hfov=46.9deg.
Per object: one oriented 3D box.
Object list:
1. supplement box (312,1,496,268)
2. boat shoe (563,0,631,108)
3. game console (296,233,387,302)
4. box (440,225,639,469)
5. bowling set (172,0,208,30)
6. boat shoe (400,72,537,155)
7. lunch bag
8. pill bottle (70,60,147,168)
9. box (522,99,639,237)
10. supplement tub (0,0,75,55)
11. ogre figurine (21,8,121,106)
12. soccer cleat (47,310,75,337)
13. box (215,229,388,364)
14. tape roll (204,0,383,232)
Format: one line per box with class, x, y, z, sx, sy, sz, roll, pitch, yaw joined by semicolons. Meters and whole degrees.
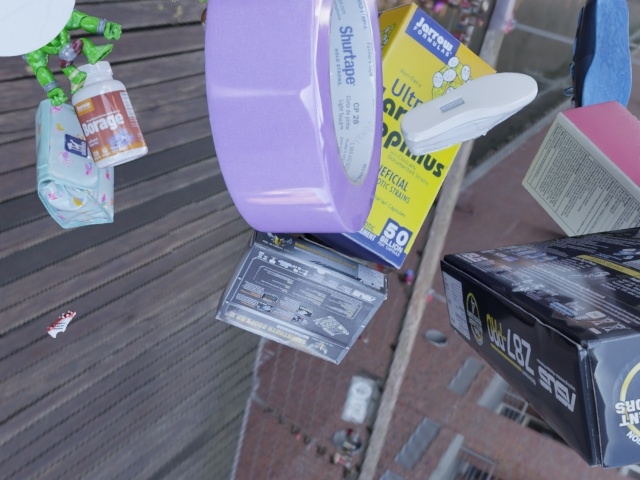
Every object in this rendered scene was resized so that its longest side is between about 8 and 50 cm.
supplement box;0.088;-0.164;1.187;0.194;0.195;0.357;30;82;-27
boat shoe;0.491;-0.305;1.297;0.089;0.109;0.258;169;-66;-77
game console;0.000;0.000;1.602;0.213;0.361;0.044;23;116;-42
box;0.303;0.054;0.641;0.395;0.318;0.097;-125;-156;-83
bowling set;-0.215;-0.456;1.239;0.287;0.154;0.200;140;-45;-71
boat shoe;0.198;-0.162;0.976;0.184;0.066;0.063;-25;143;-1
lunch bag;-0.587;-0.180;1.736;0.262;0.160;0.224;79;4;-67
pill bottle;-0.472;-0.276;1.623;0.121;0.121;0.216;-29;102;-57
box;0.433;-0.072;1.077;0.126;0.232;0.149;-15;144;-26
supplement tub;-0.494;-0.415;1.071;0.228;0.316;0.228;-19;131;-24
ogre figurine;-0.489;-0.371;1.431;0.197;0.118;0.097;-44;-170;23
soccer cleat;-0.650;0.210;1.861;0.083;0.029;0.036;-43;123;-35
box;-0.032;0.092;1.202;0.056;0.231;0.183;-82;-162;-52
tape roll;-0.010;-0.144;0.674;0.275;0.090;0.275;0;90;-74
